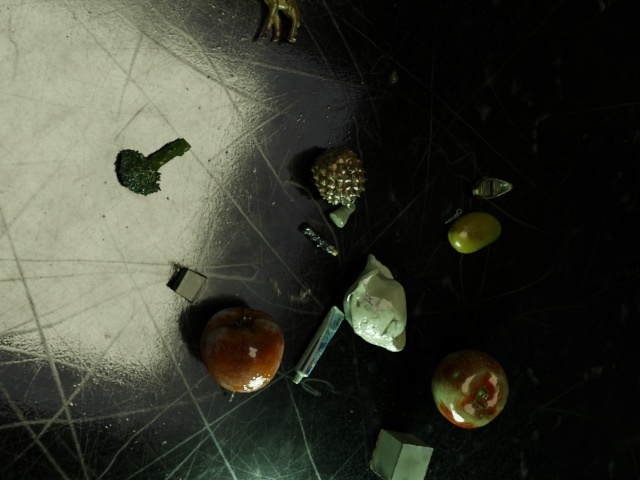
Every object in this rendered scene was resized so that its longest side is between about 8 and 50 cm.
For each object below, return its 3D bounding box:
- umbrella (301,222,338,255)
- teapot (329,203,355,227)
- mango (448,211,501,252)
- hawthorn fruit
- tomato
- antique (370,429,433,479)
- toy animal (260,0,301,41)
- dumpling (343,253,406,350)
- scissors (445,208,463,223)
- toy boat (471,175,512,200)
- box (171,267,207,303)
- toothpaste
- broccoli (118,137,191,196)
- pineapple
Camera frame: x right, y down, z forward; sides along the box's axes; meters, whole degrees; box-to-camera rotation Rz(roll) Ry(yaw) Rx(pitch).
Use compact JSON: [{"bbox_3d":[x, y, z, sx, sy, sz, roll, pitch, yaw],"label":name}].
[{"bbox_3d":[0.000,0.000,1.829,0.144,0.037,0.040,40,65,-25],"label":"umbrella"},{"bbox_3d":[0.073,-0.086,1.851,0.083,0.057,0.067,-48,155,-18],"label":"teapot"},{"bbox_3d":[0.548,-0.037,2.103,0.237,0.091,0.137,-23,114,-31],"label":"mango"},{"bbox_3d":[-0.203,0.309,1.650,0.231,0.235,0.263,-37,106,-17],"label":"hawthorn fruit"},{"bbox_3d":[0.515,0.515,2.095,0.270,0.223,0.270,-1,95,-17],"label":"tomato"},{"bbox_3d":[0.269,0.741,2.036,0.152,0.148,0.146,20,89,-31],"label":"antique"},{"bbox_3d":[-0.143,-0.669,1.632,0.149,0.054,0.275,-32,115,-18],"label":"toy animal"},{"bbox_3d":[0.182,0.197,1.920,0.318,0.187,0.242,63,29,-30],"label":"dumpling"},{"bbox_3d":[0.470,-0.081,2.098,0.083,0.006,0.036,-31,110,-21],"label":"scissors"},{"bbox_3d":[0.596,-0.184,2.114,0.185,0.071,0.089,-10,102,-28],"label":"toy boat"},{"bbox_3d":[-0.362,0.121,1.637,0.063,0.060,0.084,34,82,-21],"label":"box"},{"bbox_3d":[-0.009,0.331,1.877,0.069,0.047,0.268,36,77,-16],"label":"toothpaste"},{"bbox_3d":[-0.421,-0.205,1.538,0.204,0.122,0.118,-45,132,-31],"label":"broccoli"},{"bbox_3d":[0.063,-0.181,1.772,0.166,0.166,0.193,-33,119,-21],"label":"pineapple"}]
